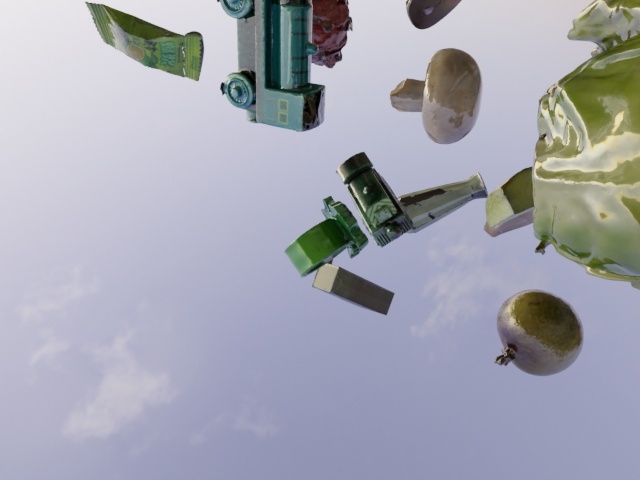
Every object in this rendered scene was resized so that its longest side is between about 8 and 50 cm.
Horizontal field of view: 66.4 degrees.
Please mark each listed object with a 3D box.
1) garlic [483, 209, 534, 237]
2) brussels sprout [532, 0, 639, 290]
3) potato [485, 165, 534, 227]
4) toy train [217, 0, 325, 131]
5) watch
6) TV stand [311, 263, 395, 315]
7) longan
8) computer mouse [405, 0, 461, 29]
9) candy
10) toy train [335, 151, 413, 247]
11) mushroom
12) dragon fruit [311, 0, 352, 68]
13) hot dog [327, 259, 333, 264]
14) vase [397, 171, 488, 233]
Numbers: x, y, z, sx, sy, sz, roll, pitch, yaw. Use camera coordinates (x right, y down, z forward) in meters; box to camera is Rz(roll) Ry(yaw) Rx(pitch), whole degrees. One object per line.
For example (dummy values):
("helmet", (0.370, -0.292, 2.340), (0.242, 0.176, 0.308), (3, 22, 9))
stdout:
("garlic", (0.680, -0.098, 1.687), (0.143, 0.318, 0.112), (-2, -111, -26))
("brussels sprout", (0.489, -0.139, 0.623), (0.361, 0.425, 0.342), (5, 161, 46))
("potato", (0.415, -0.096, 1.013), (0.149, 0.120, 0.081), (-22, -98, -11))
("toy train", (-0.080, -0.355, 0.898), (0.194, 0.298, 0.120), (18, -146, 24))
("watch", (0.000, 0.000, 1.008), (0.152, 0.165, 0.131), (-32, -95, -6))
("TV stand", (0.101, 0.148, 1.466), (0.270, 0.082, 0.088), (28, 170, -40))
("longan", (0.386, 0.171, 0.886), (0.176, 0.145, 0.154), (-29, -106, -12))
("computer mouse", (0.420, -0.852, 1.642), (0.072, 0.310, 0.158), (48, -175, 36))
("candy", (-0.388, -0.440, 1.097), (0.246, 0.149, 0.069), (20, -114, -7))
("toy train", (0.160, -0.135, 1.538), (0.139, 0.178, 0.330), (-33, -140, 9))
("mushroom", (0.253, -0.315, 1.075), (0.204, 0.204, 0.204), (9, -143, -7))
("dragon fruit", (-0.023, -0.637, 1.433), (0.244, 0.299, 0.244), (-21, -136, 22))
("hot dog", (0.026, 0.041, 1.769), (0.038, 0.062, 0.144), (-22, -143, 29))
("vase", (0.470, -0.153, 1.943), (0.360, 0.165, 0.165), (-22, -143, 13))
